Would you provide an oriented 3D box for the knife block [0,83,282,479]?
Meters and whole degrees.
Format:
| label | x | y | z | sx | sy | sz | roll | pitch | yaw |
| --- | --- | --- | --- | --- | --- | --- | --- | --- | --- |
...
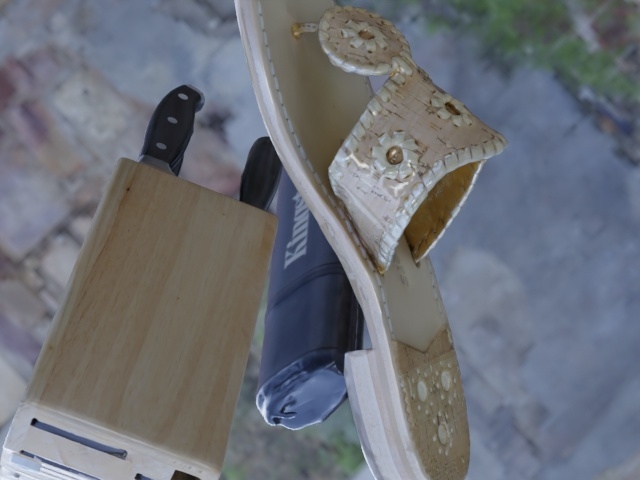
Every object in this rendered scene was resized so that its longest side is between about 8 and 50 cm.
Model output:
| label | x | y | z | sx | sy | sz | roll | pitch | yaw |
| --- | --- | --- | --- | --- | --- | --- | --- | --- | --- |
| knife block | -0.074 | 0.016 | 0.862 | 0.088 | 0.242 | 0.275 | 20 | 165 | -6 |

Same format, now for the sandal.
| label | x | y | z | sx | sy | sz | roll | pitch | yaw |
| --- | --- | --- | --- | --- | --- | --- | --- | --- | --- |
| sandal | 0.041 | -0.018 | 0.699 | 0.088 | 0.079 | 0.240 | -26 | -77 | -61 |

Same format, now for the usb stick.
| label | x | y | z | sx | sy | sz | roll | pitch | yaw |
| --- | --- | --- | --- | --- | --- | --- | --- | --- | --- |
| usb stick | 0.000 | 0.000 | 1.100 | 0.045 | 0.077 | 0.278 | 31 | -143 | -21 |
